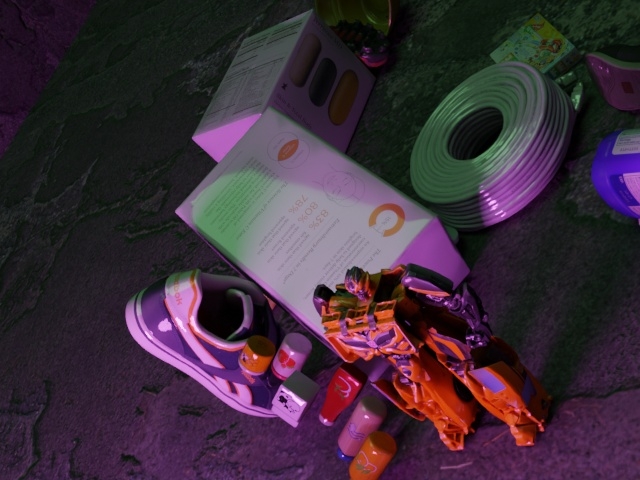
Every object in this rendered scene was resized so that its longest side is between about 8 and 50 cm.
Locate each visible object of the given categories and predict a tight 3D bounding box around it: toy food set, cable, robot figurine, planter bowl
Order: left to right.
[{"bbox_3d":[-0.007,0.216,1.326,0.111,0.232,0.104,-42,-18,-53],"label":"toy food set"},{"bbox_3d":[0.092,-0.475,2.055,0.090,0.217,0.217,-22,13,-36],"label":"planter bowl"},{"bbox_3d":[0.121,0.130,1.158,0.211,0.291,0.085,-17,42,43],"label":"robot figurine"},{"bbox_3d":[0.245,-0.139,1.503,0.257,0.089,0.257,-16,47,43],"label":"cable"}]

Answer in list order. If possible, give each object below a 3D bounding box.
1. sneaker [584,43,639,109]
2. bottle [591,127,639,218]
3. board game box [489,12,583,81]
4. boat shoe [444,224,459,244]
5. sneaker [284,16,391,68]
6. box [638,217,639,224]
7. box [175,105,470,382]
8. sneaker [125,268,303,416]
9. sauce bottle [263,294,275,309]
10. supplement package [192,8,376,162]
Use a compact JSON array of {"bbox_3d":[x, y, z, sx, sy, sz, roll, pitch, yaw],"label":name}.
[{"bbox_3d":[0.452,-0.234,1.389,0.118,0.083,0.222,-30,22,-6],"label":"sneaker"},{"bbox_3d":[0.446,-0.080,1.155,0.283,0.118,0.092,-1,60,53],"label":"bottle"},{"bbox_3d":[0.337,-0.290,1.632,0.103,0.026,0.154,-41,31,13],"label":"board game box"},{"bbox_3d":[0.173,-0.001,1.501,0.035,0.035,0.100,-23,21,-17],"label":"boat shoe"},{"bbox_3d":[0.028,-0.362,2.043,0.276,0.135,0.098,12,47,35],"label":"sneaker"},{"bbox_3d":[0.424,0.020,1.103,0.162,0.029,0.116,-11,80,44],"label":"box"},{"bbox_3d":[0.000,0.000,1.458,0.215,0.168,0.345,-48,54,-6],"label":"box"},{"bbox_3d":[-0.105,0.143,1.411,0.127,0.321,0.126,-30,47,27],"label":"sneaker"},{"bbox_3d":[-0.095,0.103,1.718,0.042,0.042,0.128,7,61,55],"label":"sauce bottle"},{"bbox_3d":[-0.063,-0.246,1.924,0.198,0.199,0.263,-13,45,44],"label":"supplement package"}]
